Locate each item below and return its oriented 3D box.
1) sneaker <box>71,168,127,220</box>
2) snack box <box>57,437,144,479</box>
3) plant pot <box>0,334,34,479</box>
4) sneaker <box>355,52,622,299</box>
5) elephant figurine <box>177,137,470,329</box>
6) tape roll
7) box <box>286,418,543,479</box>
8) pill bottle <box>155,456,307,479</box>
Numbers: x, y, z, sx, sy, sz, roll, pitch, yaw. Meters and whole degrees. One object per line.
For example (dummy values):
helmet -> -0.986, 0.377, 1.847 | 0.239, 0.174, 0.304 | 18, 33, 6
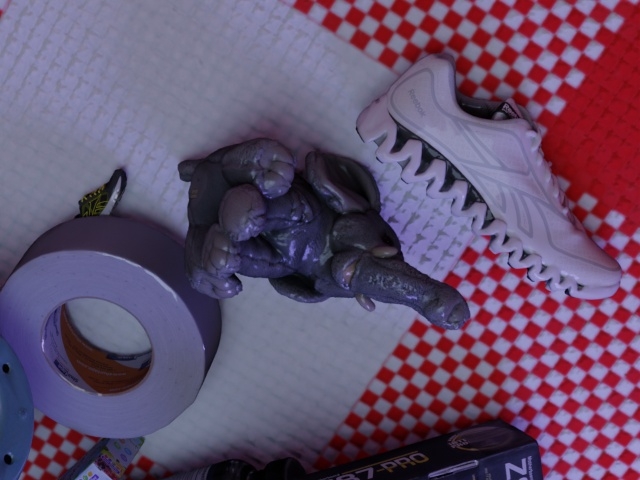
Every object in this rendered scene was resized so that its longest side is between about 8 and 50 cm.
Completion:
sneaker -> -0.220, -0.038, 1.550 | 0.035, 0.031, 0.083 | 29, 112, -3
snack box -> -0.252, 0.259, 1.630 | 0.037, 0.100, 0.141 | 45, 111, -7
plant pot -> -0.414, 0.174, 1.482 | 0.235, 0.293, 0.293 | -16, 109, 38
sneaker -> 0.175, -0.055, 1.453 | 0.292, 0.110, 0.118 | 38, 102, -7
elephant figurine -> 0.000, 0.000, 1.477 | 0.239, 0.186, 0.169 | 14, 151, -24
tape roll -> -0.211, 0.088, 1.559 | 0.219, 0.072, 0.219 | 5, 119, 9
box -> 0.083, 0.406, 1.545 | 0.318, 0.097, 0.395 | -14, 104, -17
pill bottle -> -0.118, 0.295, 1.612 | 0.219, 0.123, 0.123 | -17, 107, 14
